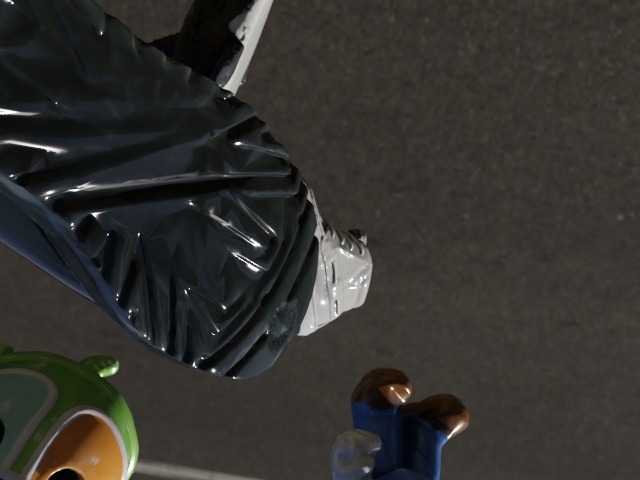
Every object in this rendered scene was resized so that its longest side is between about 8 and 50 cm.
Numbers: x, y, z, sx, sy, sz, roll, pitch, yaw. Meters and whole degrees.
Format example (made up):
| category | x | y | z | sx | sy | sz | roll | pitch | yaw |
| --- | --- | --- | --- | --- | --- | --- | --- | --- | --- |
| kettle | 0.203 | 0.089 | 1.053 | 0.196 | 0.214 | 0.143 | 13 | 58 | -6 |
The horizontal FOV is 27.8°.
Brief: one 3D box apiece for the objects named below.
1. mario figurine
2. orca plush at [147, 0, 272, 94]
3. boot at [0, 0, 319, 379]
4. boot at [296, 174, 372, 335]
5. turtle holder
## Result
| category | x | y | z | sx | sy | sz | roll | pitch | yaw |
| --- | --- | --- | --- | --- | --- | --- | --- | --- | --- |
| mario figurine | 0.103 | 0.283 | 1.264 | 0.198 | 0.321 | 0.170 | 4 | 146 | -1 |
| orca plush | -0.135 | -0.152 | 1.254 | 0.102 | 0.151 | 0.287 | 24 | 120 | 1 |
| boot | -0.137 | -0.044 | 0.511 | 0.207 | 0.094 | 0.246 | 14 | 160 | 43 |
| boot | 0.000 | 0.000 | 1.678 | 0.123 | 0.095 | 0.258 | -24 | 134 | -24 |
| turtle holder | -0.399 | 0.263 | 1.609 | 0.320 | 0.227 | 0.243 | 19 | 116 | 5 |
